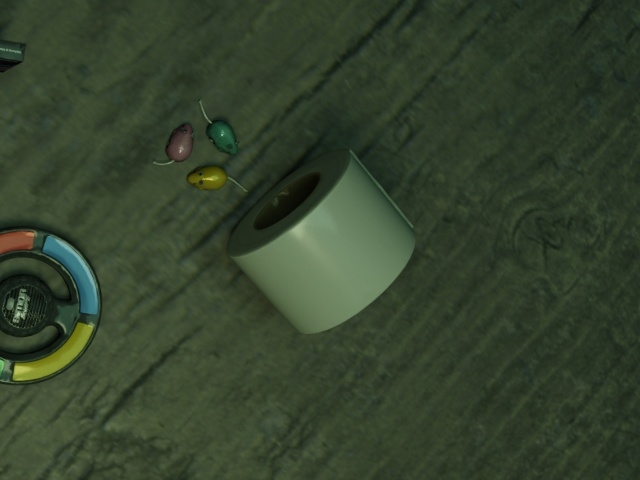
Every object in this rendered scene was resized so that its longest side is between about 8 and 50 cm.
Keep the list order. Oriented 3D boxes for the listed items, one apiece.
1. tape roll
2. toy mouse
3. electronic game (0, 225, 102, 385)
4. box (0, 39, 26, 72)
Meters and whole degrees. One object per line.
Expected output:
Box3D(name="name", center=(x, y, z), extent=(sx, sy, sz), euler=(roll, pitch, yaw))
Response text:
Box3D(name="tape roll", center=(0.000, 0.000, 1.595), extent=(0.246, 0.246, 0.169), euler=(-47, 109, -18))
Box3D(name="toy mouse", center=(-0.181, -0.150, 1.621), extent=(0.161, 0.031, 0.143), euler=(1, 91, -26))
Box3D(name="electronic game", center=(-0.428, 0.094, 1.497), extent=(0.229, 0.048, 0.229), euler=(-1, 92, -26))
Box3D(name="box", center=(-0.471, -0.254, 1.405), extent=(0.116, 0.162, 0.029), euler=(5, 89, -26))
